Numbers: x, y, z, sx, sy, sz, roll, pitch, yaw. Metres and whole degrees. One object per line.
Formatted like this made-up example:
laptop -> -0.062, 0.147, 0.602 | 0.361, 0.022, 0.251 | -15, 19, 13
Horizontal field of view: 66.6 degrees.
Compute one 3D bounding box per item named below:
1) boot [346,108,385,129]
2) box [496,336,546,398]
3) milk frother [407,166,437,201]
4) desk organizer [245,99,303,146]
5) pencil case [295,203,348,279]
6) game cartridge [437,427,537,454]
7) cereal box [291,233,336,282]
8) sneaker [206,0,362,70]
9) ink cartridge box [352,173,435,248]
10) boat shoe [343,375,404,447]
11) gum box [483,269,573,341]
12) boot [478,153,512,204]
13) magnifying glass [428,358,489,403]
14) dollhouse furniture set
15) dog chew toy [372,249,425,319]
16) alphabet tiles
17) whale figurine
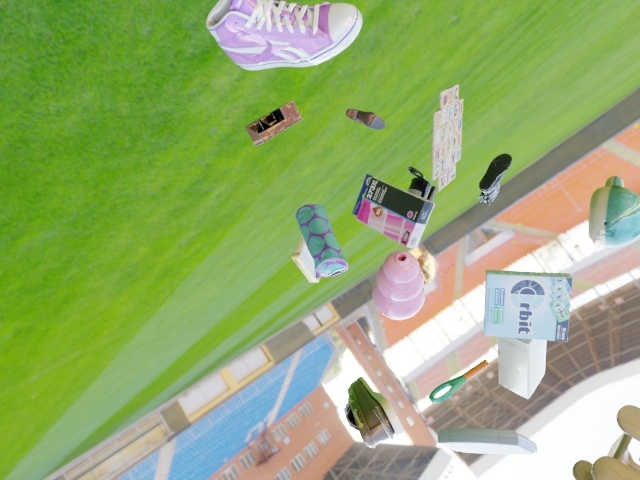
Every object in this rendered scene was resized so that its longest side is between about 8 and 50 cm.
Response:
boot -> 0.115, -0.310, 1.243 | 0.114, 0.106, 0.037 | -59, 173, -78
box -> 0.556, 0.308, 1.345 | 0.113, 0.094, 0.275 | -42, 135, -26
milk frother -> 0.351, -0.186, 1.845 | 0.129, 0.143, 0.135 | -19, -140, 61
desk organizer -> -0.108, -0.275, 1.143 | 0.130, 0.050, 0.047 | -38, -161, -28
pencil case -> 0.000, 0.000, 0.945 | 0.064, 0.152, 0.070 | -20, 146, -1
game cartridge -> 0.571, 0.699, 1.696 | 0.294, 0.060, 0.196 | -17, 145, 38
cereal box -> -0.024, 0.029, 1.999 | 0.047, 0.173, 0.240 | -2, -132, 33
sneaker -> -0.077, -0.392, 0.875 | 0.282, 0.102, 0.161 | -5, 162, 24
ink cartridge box -> 0.244, -0.122, 1.815 | 0.069, 0.371, 0.176 | 10, 106, -39
boat shoe -> 0.109, 0.429, 1.230 | 0.096, 0.117, 0.324 | -28, -178, -11
gum box -> 0.482, 0.151, 1.144 | 0.184, 0.157, 0.041 | 1, -167, 17
boot -> 0.452, -0.156, 1.260 | 0.121, 0.045, 0.099 | -54, 151, -1
magnifying glass -> 0.460, 0.469, 1.624 | 0.231, 0.026, 0.092 | -34, 178, 5
dollhouse furniture set -> 0.563, 0.578, 1.082 | 0.394, 0.256, 0.362 | -45, 147, -26
dog chew toy -> 0.301, 0.160, 1.857 | 0.206, 0.206, 0.332 | -31, 146, -17
alphabet tiles -> 0.449, -0.361, 1.714 | 0.011, 0.343, 0.285 | 11, -152, 32
whale figurine -> 0.875, -0.081, 1.418 | 0.141, 0.216, 0.272 | 7, -162, 39
